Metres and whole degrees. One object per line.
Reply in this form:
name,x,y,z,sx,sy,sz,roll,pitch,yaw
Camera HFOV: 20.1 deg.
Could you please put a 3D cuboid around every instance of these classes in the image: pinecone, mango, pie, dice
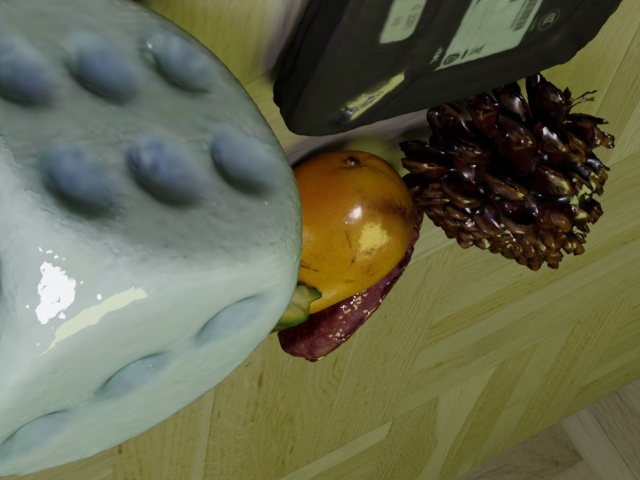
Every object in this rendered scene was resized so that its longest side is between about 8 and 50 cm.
pinecone,0.193,-0.080,1.825,0.221,0.221,0.221,-28,160,-11
mango,0.000,0.000,1.793,0.219,0.145,0.112,-45,-167,32
pie,0.032,0.038,1.938,0.218,0.054,0.204,-40,-162,44
dice,-0.194,-0.007,1.294,0.268,0.265,0.262,-8,149,-48

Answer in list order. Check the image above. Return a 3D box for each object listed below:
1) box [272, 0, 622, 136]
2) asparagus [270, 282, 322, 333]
box,0.143,-0.233,1.522,0.350,0.091,0.359,-21,156,-30
asparagus,-0.163,0.083,1.719,0.343,0.082,0.085,-10,158,-6
